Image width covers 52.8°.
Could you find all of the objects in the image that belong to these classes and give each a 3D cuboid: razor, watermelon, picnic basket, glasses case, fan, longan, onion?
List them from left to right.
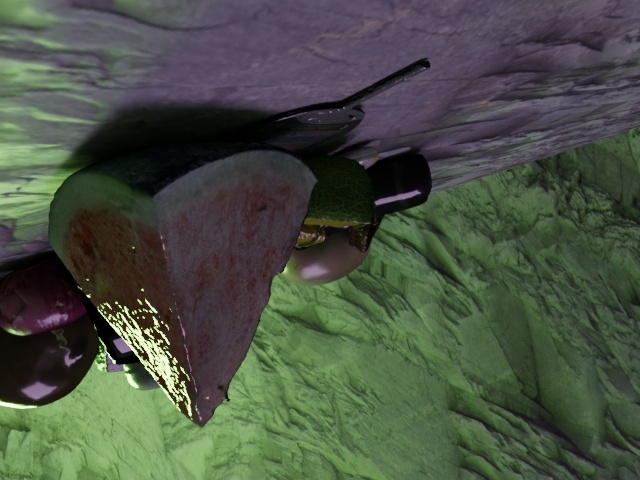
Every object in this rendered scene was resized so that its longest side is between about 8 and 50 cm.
[{"bbox_3d":[-0.609,0.206,1.374,0.297,0.297,0.297,-18,178,-1],"label":"longan"},{"bbox_3d":[-0.508,0.106,1.186,0.177,0.153,0.177,-5,-144,4],"label":"onion"},{"bbox_3d":[-0.170,0.020,0.660,0.283,0.293,0.250,-16,148,28],"label":"watermelon"},{"bbox_3d":[-0.036,-0.131,0.746,0.223,0.012,0.294,-15,177,-22],"label":"fan"},{"bbox_3d":[0.035,-0.123,1.102,0.063,0.041,0.164,-16,177,-36],"label":"glasses case"},{"bbox_3d":[0.078,-0.087,1.416,0.349,0.113,0.204,-21,175,1],"label":"razor"},{"bbox_3d":[0.122,-0.068,1.582,0.054,0.193,0.110,18,142,12],"label":"picnic basket"}]

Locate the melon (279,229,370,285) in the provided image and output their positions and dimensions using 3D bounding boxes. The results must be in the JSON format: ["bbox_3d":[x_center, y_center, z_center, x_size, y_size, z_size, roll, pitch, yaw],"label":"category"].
[{"bbox_3d":[0.000,0.000,1.667,0.223,0.223,0.317,-20,-178,45],"label":"melon"}]

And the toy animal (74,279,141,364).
[{"bbox_3d":[-0.237,0.059,1.086,0.310,0.251,0.251,-25,180,-19],"label":"toy animal"}]

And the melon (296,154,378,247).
[{"bbox_3d":[-0.040,-0.071,0.985,0.169,0.129,0.265,7,170,-23],"label":"melon"}]

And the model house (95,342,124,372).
[{"bbox_3d":[-0.522,0.213,1.840,0.245,0.312,0.280,0,168,-20],"label":"model house"}]

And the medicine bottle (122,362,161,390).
[{"bbox_3d":[-0.314,0.131,1.330,0.241,0.302,0.241,-17,178,-1],"label":"medicine bottle"}]
